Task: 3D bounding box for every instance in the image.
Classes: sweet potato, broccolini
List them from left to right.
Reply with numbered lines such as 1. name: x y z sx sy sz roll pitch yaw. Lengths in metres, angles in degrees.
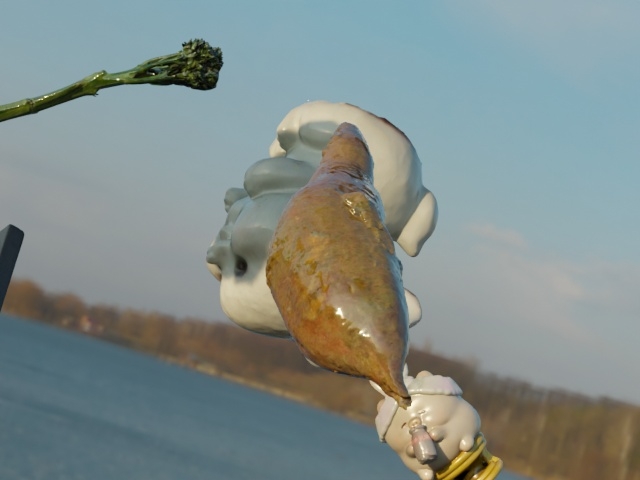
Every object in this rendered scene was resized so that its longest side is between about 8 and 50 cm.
1. broccolini: -0.183 -0.121 1.114 0.218 0.044 0.042 -12 23 -3
2. sweet potato: 0.004 -0.003 0.681 0.068 0.068 0.226 19 31 -17

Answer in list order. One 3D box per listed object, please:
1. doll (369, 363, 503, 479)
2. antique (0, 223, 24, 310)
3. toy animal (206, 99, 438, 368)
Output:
1. doll: 0.082 0.146 1.101 0.127 0.073 0.084 47 22 0
2. antique: -0.230 0.071 0.931 0.015 0.192 0.031 35 -45 -29
3. toy animal: 0.008 -0.003 1.139 0.178 0.193 0.127 22 -25 -11
